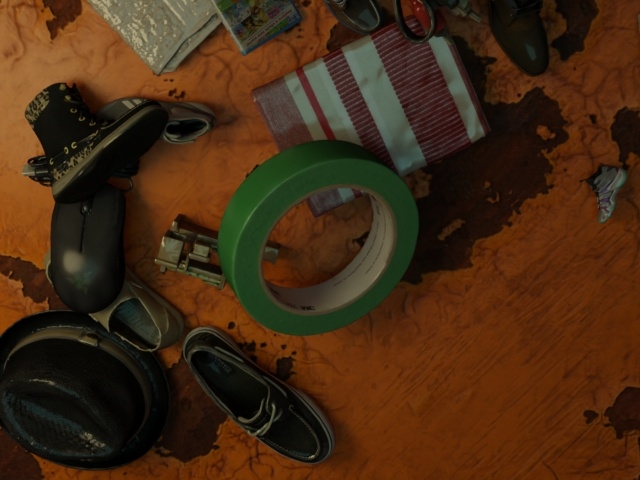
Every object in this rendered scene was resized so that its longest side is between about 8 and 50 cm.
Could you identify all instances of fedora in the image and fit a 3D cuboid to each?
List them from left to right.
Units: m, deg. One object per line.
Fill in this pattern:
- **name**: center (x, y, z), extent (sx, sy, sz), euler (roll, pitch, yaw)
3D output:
- **fedora**: center (-0.431, 0.284, 1.553), extent (0.334, 0.152, 0.333), euler (0, 105, 1)

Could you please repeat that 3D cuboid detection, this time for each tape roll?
- **tape roll**: center (0.000, 0.000, 1.440), extent (0.321, 0.077, 0.321), euler (-13, 124, -20)

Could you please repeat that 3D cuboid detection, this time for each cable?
- **cable**: center (0.123, -0.413, 1.373), extent (0.287, 0.072, 0.139), euler (43, 110, -4)

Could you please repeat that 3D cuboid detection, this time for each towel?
- **towel**: center (-0.282, -0.415, 1.420), extent (0.187, 0.049, 0.282), euler (-43, 100, 10)
- **towel**: center (0.084, -0.207, 1.472), extent (0.329, 0.037, 0.237), euler (-25, 108, 6)

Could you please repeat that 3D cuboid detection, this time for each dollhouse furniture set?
- **dollhouse furniture set**: center (-0.171, 0.046, 1.483), extent (0.182, 0.161, 0.101), euler (17, 104, -3)

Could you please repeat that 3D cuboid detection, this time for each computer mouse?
- **computer mouse**: center (-0.386, -0.018, 1.466), extent (0.189, 0.072, 0.272), euler (-4, 83, -2)

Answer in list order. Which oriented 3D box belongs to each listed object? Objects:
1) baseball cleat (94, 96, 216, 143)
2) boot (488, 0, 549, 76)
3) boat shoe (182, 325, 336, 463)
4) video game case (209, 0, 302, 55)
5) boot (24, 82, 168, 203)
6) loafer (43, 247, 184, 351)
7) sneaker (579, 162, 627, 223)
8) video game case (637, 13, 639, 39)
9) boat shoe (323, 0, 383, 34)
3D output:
- **baseball cleat**: center (-0.272, -0.191, 1.447), extent (0.206, 0.109, 0.072), euler (-5, 110, 4)
- **boot**: center (0.306, -0.352, 1.403), extent (0.082, 0.106, 0.219), euler (-24, 103, 7)
- **boat shoe**: center (-0.113, 0.288, 1.569), extent (0.335, 0.119, 0.121), euler (40, 102, -9)
- **video game case**: center (-0.117, -0.389, 1.413), extent (0.119, 0.015, 0.166), euler (-37, 105, -21)
- **boot**: center (-0.359, -0.189, 1.414), extent (0.236, 0.085, 0.178), euler (-36, 69, 21)
- **loafer**: center (-0.351, 0.096, 1.533), extent (0.269, 0.092, 0.102), euler (33, 103, -8)
- **sneaker**: center (0.462, -0.082, 1.513), extent (0.069, 0.038, 0.098), euler (19, 95, -3)
- **video game case**: center (0.637, -0.284, 1.462), extent (0.227, 0.026, 0.206), euler (-11, 104, 2)
- **boat shoe**: center (0.027, -0.391, 1.414), extent (0.183, 0.066, 0.066), euler (42, 100, -11)
